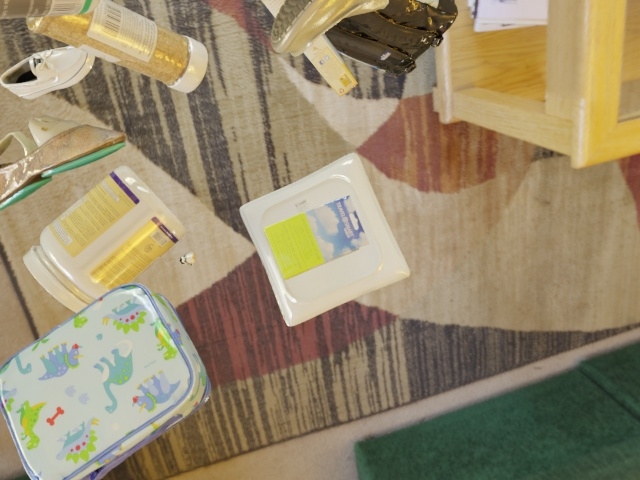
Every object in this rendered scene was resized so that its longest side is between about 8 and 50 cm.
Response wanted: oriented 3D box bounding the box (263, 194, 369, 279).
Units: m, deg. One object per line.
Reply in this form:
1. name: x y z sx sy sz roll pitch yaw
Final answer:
1. box: -0.008 -0.006 1.082 0.178 0.042 0.109 -22 87 -6

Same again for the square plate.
1. square plate: 0.000 0.000 1.411 0.347 0.049 0.344 -24 85 11

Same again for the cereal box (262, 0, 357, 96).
1. cereal box: -0.033 -0.386 1.011 0.047 0.173 0.240 -36 123 15

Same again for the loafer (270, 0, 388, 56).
1. loafer: 0.044 -0.347 0.771 0.268 0.102 0.092 -42 126 12

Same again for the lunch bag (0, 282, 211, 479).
1. lunch bag: -0.254 0.173 0.662 0.219 0.176 0.090 -35 161 -6

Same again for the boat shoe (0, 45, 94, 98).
1. boat shoe: -0.685 -0.427 1.399 0.258 0.084 0.095 -22 78 18

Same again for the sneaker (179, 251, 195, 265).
1. sneaker: -0.323 0.045 1.351 0.037 0.083 0.032 -11 82 -16

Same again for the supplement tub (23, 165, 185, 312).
1. supplement tub: -0.536 0.000 1.407 0.331 0.241 0.241 -43 117 -9

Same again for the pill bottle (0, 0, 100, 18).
1. pill bottle: -0.499 -0.399 0.742 0.361 0.204 0.204 -22 119 -37

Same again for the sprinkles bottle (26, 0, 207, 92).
1. sprinkles bottle: -0.415 -0.428 1.181 0.355 0.121 0.121 13 108 -45

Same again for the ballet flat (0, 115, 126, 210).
1. ballet flat: -0.478 -0.147 0.952 0.316 0.107 0.106 -22 102 17

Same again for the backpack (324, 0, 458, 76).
1. backpack: 0.106 -0.584 1.385 0.355 0.290 0.273 -3 73 -26
